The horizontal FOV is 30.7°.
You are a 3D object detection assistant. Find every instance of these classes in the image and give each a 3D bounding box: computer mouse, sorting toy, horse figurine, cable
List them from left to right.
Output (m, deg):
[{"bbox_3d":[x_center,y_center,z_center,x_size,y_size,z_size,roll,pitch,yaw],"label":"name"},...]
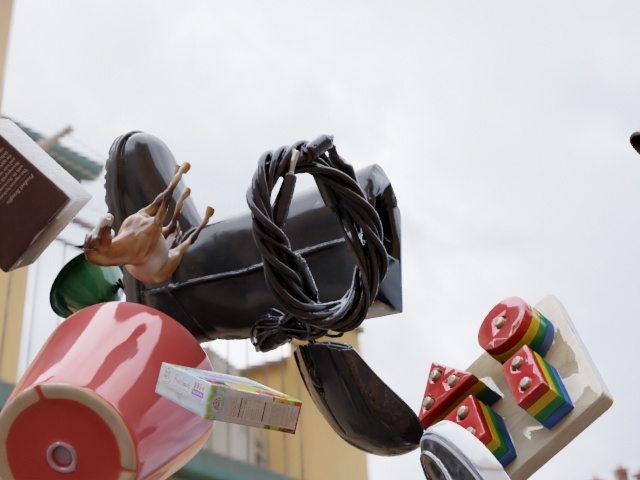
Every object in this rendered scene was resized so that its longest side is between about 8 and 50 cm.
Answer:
[{"bbox_3d":[-0.220,-0.008,1.555,0.066,0.174,0.263,32,-12,12],"label":"horse figurine"},{"bbox_3d":[0.000,0.000,1.056,0.047,0.185,0.150,-7,13,37],"label":"cable"},{"bbox_3d":[0.022,0.200,1.535,0.272,0.072,0.188,46,-29,-11],"label":"computer mouse"},{"bbox_3d":[0.234,0.205,1.566,0.089,0.255,0.257,38,-72,-21],"label":"sorting toy"}]

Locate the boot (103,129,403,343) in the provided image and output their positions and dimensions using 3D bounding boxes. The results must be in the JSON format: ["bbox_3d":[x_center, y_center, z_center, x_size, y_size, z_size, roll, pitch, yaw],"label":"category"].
[{"bbox_3d":[-0.101,-0.035,1.714,0.445,0.367,0.146,-15,-8,35],"label":"boot"}]

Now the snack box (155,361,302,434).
[{"bbox_3d":[-0.095,0.157,1.171,0.100,0.037,0.141,16,-4,-27],"label":"snack box"}]

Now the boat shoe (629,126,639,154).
[{"bbox_3d":[0.625,-0.119,1.958,0.095,0.335,0.112,-21,-61,0],"label":"boat shoe"}]

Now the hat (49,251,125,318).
[{"bbox_3d":[-0.384,0.124,2.152,0.173,0.183,0.208,-45,-31,-6],"label":"hat"}]

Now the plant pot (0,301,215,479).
[{"bbox_3d":[-0.301,0.243,1.573,0.274,0.243,0.275,3,-76,10],"label":"plant pot"}]

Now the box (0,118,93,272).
[{"bbox_3d":[-0.526,-0.079,1.957,0.203,0.167,0.168,43,-86,-1],"label":"box"}]

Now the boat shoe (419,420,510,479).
[{"bbox_3d":[0.158,0.313,1.146,0.102,0.301,0.108,-18,-34,-17],"label":"boat shoe"}]
